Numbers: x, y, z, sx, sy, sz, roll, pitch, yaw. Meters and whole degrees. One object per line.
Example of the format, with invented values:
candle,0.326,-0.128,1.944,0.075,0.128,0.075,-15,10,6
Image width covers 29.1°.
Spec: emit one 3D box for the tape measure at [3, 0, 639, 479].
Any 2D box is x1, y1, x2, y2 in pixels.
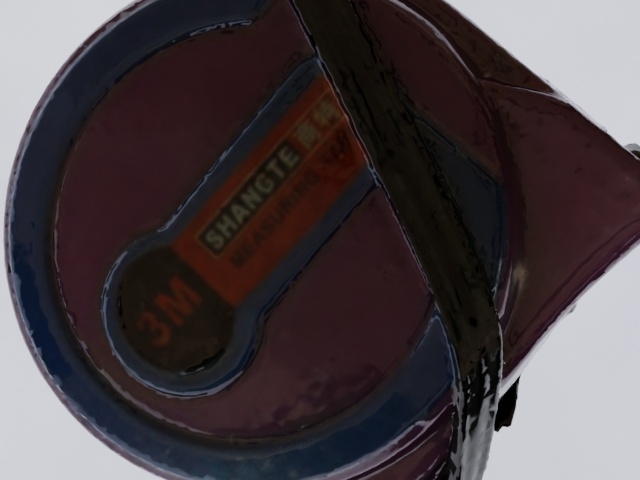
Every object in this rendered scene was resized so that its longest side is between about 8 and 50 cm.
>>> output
tape measure,0.000,0.000,0.517,0.245,0.149,0.231,43,-77,5
